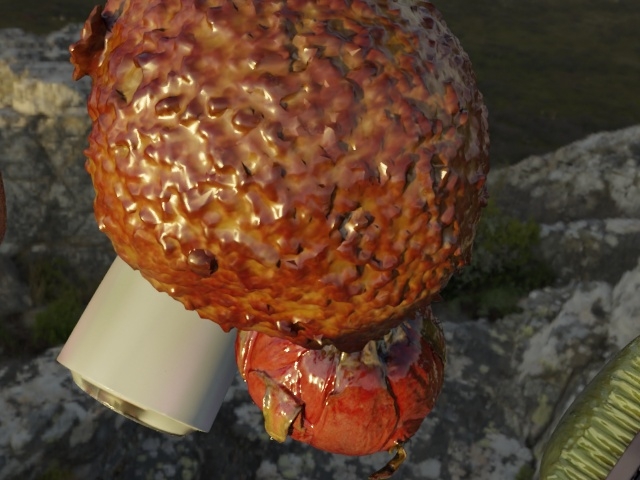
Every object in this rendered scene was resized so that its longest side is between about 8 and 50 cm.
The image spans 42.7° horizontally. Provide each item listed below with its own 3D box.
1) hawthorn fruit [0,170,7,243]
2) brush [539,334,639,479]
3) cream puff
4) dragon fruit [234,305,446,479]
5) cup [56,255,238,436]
[{"bbox_3d":[-0.573,-0.036,1.118,0.285,0.368,0.284,-4,30,2],"label":"hawthorn fruit"},{"bbox_3d":[0.235,0.056,0.508,0.067,0.072,0.313,34,71,33],"label":"brush"},{"bbox_3d":[-0.010,-0.084,0.598,0.351,0.229,0.350,9,71,-28],"label":"cream puff"},{"bbox_3d":[0.031,0.084,0.791,0.219,0.148,0.223,23,51,2],"label":"dragon fruit"},{"bbox_3d":[-0.217,0.098,1.280,0.253,0.253,0.371,22,76,17],"label":"cup"}]
